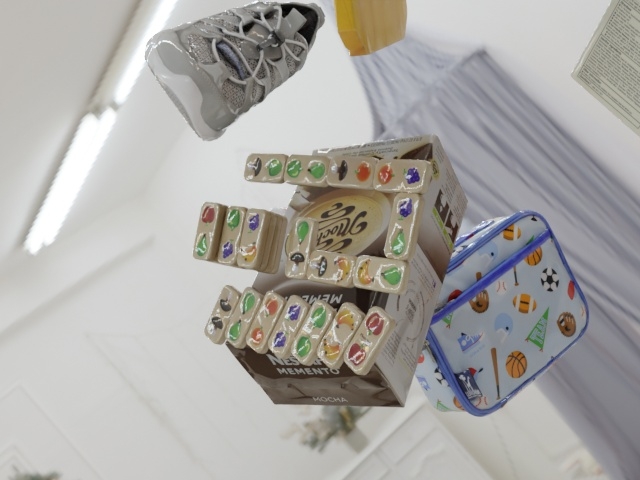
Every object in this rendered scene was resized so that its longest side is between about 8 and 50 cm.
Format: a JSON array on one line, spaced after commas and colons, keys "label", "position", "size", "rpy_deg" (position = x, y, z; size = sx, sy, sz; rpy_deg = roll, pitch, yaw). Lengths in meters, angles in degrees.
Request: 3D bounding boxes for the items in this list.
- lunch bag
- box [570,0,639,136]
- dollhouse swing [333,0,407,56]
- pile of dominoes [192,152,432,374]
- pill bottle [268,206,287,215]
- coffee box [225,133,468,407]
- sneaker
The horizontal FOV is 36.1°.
[{"label": "lunch bag", "position": [0.243, 0.101, 1.444], "size": [0.303, 0.243, 0.115], "rpy_deg": [-32, 12, -29]}, {"label": "box", "position": [0.465, -0.275, 1.296], "size": [0.127, 0.148, 0.232], "rpy_deg": [-18, -35, -35]}, {"label": "dollhouse swing", "position": [-0.033, -0.448, 1.399], "size": [0.347, 0.315, 0.305], "rpy_deg": [-45, -35, -65]}, {"label": "pile of dominoes", "position": [-0.024, 0.013, 0.901], "size": [0.251, 0.196, 0.040], "rpy_deg": [7, -6, 45]}, {"label": "pill bottle", "position": [0.000, 0.000, 1.949], "size": [0.221, 0.124, 0.124], "rpy_deg": [4, -32, -32]}, {"label": "coffee box", "position": [0.038, 0.030, 1.085], "size": [0.168, 0.119, 0.297], "rpy_deg": [-5, 45, 31]}, {"label": "sneaker", "position": [-0.070, -0.179, 0.896], "size": [0.115, 0.105, 0.281], "rpy_deg": [-30, 15, 22]}]
